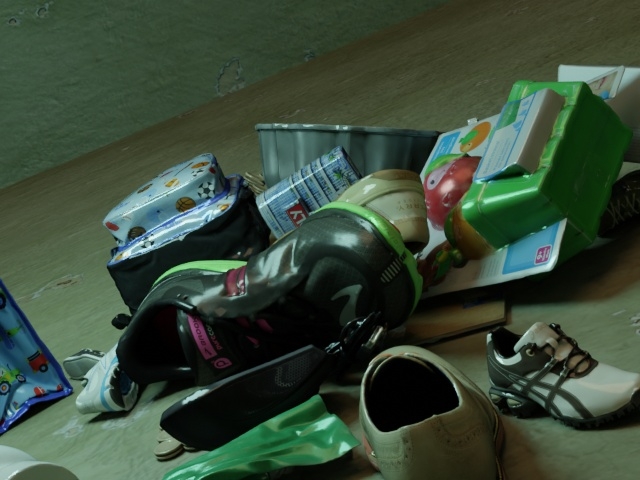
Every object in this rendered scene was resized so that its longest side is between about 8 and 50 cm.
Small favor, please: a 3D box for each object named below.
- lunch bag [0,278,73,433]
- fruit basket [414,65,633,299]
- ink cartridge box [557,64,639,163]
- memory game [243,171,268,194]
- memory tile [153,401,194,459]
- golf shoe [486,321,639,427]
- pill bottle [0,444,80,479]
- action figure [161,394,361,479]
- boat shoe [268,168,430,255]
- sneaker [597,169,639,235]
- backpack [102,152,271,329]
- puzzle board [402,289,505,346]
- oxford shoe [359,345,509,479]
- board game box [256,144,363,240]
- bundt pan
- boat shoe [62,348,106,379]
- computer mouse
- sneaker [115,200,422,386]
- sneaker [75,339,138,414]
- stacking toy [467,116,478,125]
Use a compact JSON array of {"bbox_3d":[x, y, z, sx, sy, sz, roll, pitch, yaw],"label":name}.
[{"bbox_3d":[-0.500,0.103,2.127,0.138,0.293,0.221,-30,19,-33],"label":"lunch bag"},{"bbox_3d":[0.213,-0.069,1.966,0.353,0.165,0.327,-10,44,46],"label":"fruit basket"},{"bbox_3d":[0.511,-0.164,2.024,0.271,0.130,0.309,-1,7,-25],"label":"ink cartridge box"},{"bbox_3d":[-0.041,-0.066,2.431,0.186,0.012,0.186,23,11,-5],"label":"memory game"},{"bbox_3d":[-0.144,0.218,1.833,0.113,0.012,0.148,-19,17,6],"label":"memory tile"},{"bbox_3d":[0.240,0.130,1.520,0.198,0.094,0.077,-1,24,45],"label":"golf shoe"},{"bbox_3d":[-0.375,0.292,1.598,0.278,0.162,0.162,-5,22,44],"label":"pill bottle"},{"bbox_3d":[-0.084,0.242,1.589,0.232,0.064,0.137,-21,17,-16],"label":"action figure"},{"bbox_3d":[0.021,0.033,1.974,0.121,0.110,0.341,2,-28,-33],"label":"boat shoe"},{"bbox_3d":[0.379,-0.039,1.978,0.192,0.064,0.086,-7,33,29],"label":"sneaker"},{"bbox_3d":[-0.201,-0.008,2.325,0.276,0.213,0.263,-21,5,6],"label":"backpack"},{"bbox_3d":[0.166,0.098,1.861,0.128,0.011,0.096,-16,15,12],"label":"puzzle board"},{"bbox_3d":[0.102,0.159,1.484,0.140,0.147,0.397,-21,16,-2],"label":"oxford shoe"},{"bbox_3d":[0.000,0.000,2.133,0.194,0.194,0.060,-32,13,10],"label":"board game box"},{"bbox_3d":[0.060,-0.108,2.309,0.330,0.124,0.331,3,1,0],"label":"bundt pan"},{"bbox_3d":[-0.317,0.173,2.135,0.038,0.046,0.125,-37,14,-33],"label":"boat shoe"},{"bbox_3d":[-0.048,0.176,1.719,0.272,0.072,0.188,-22,-12,-20],"label":"computer mouse"},{"bbox_3d":[-0.069,0.097,1.875,0.482,0.185,0.202,-23,16,42],"label":"sneaker"},{"bbox_3d":[-0.278,0.175,2.040,0.082,0.071,0.191,-20,15,20],"label":"sneaker"},{"bbox_3d":[0.328,-0.178,2.496,0.167,0.052,0.221,-17,17,11],"label":"stacking toy"}]
